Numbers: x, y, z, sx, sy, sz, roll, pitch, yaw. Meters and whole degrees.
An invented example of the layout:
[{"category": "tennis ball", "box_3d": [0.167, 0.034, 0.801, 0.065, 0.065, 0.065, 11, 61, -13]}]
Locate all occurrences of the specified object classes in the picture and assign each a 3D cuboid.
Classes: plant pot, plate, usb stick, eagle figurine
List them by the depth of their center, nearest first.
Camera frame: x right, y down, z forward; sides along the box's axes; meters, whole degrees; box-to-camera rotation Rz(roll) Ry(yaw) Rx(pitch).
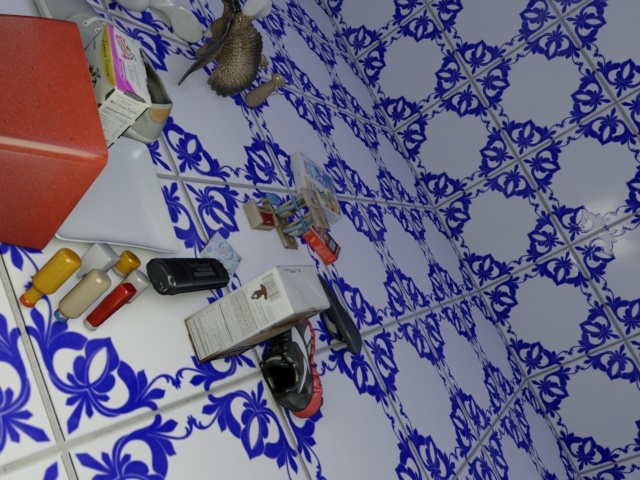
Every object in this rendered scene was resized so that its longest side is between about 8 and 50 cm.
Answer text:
[{"category": "plant pot", "box_3d": [-0.494, -0.164, 0.820, 0.236, 0.267, 0.267, 3, 58, -47]}, {"category": "plate", "box_3d": [-0.420, -0.099, 1.100, 0.277, 0.045, 0.277, 10, 53, -56]}, {"category": "usb stick", "box_3d": [-0.256, 0.068, 1.139, 0.077, 0.045, 0.278, 54, 10, 9]}, {"category": "eagle figurine", "box_3d": [-0.270, -0.564, 1.608, 0.227, 0.298, 0.225, 6, 4, -17]}]

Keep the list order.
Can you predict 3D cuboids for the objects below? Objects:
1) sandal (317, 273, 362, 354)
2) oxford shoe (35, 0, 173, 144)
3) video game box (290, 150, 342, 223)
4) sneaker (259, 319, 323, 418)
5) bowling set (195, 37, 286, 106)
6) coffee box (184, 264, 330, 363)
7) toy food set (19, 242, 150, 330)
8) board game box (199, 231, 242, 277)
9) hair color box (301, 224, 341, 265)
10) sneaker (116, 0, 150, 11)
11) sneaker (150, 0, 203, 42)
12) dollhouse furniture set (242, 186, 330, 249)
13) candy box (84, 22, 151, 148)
[{"category": "sandal", "box_3d": [0.037, 0.209, 1.587, 0.254, 0.054, 0.097, 58, 16, 23]}, {"category": "oxford shoe", "box_3d": [-0.475, -0.429, 1.280, 0.449, 0.130, 0.169, 56, 27, -1]}, {"category": "video game box", "box_3d": [-0.015, -0.179, 1.921, 0.187, 0.048, 0.205, 28, 38, -43]}, {"category": "sneaker", "box_3d": [-0.073, 0.251, 1.272, 0.135, 0.098, 0.276, 33, 36, -46]}, {"category": "bowling set", "box_3d": [-0.252, -0.593, 1.829, 0.287, 0.154, 0.199, 37, 33, -39]}, {"category": "coffee box", "box_3d": [-0.126, 0.144, 1.124, 0.141, 0.247, 0.098, 3, 60, -59]}, {"category": "toy food set", "box_3d": [-0.379, 0.080, 0.957, 0.111, 0.104, 0.232, 47, 4, 3]}, {"category": "board game box", "box_3d": [-0.229, 0.036, 1.323, 0.090, 0.020, 0.090, 51, 27, -16]}, {"category": "hair color box", "box_3d": [0.000, 0.000, 1.749, 0.141, 0.043, 0.072, 49, 28, -18]}, {"category": "sneaker", "box_3d": [-0.569, -0.687, 1.445, 0.290, 0.106, 0.123, 43, 34, -9]}, {"category": "sneaker", "box_3d": [-0.436, -0.688, 1.708, 0.212, 0.080, 0.094, 41, 18, -29]}, {"category": "dollhouse furniture set", "box_3d": [-0.089, -0.063, 1.558, 0.184, 0.129, 0.128, 7, 56, -60]}, {"category": "candy box", "box_3d": [-0.393, -0.229, 0.974, 0.071, 0.233, 0.159, 22, 41, -49]}]
